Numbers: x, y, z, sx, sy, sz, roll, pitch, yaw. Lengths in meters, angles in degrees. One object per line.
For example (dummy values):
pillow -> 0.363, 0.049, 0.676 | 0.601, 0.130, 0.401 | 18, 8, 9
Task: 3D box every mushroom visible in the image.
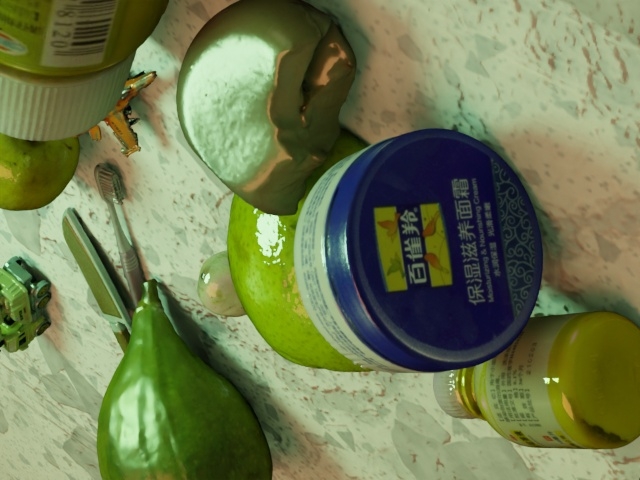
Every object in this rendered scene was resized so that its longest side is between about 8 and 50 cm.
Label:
mushroom -> -0.101, 0.048, 1.555 | 0.083, 0.067, 0.084 | 2, 125, 3

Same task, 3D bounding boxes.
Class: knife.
knife -> -0.281, 0.096, 1.857 | 0.061, 0.027, 0.343 | 11, 132, 49

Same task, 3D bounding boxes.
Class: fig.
fig -> -0.181, 0.232, 1.784 | 0.233, 0.233, 0.314 | 134, 135, -59

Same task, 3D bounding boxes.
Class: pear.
pear -> -0.005, 0.001, 1.338 | 0.288, 0.139, 0.239 | 12, 125, 43
pear -> -0.365, -0.107, 1.613 | 0.149, 0.149, 0.162 | 53, 152, -11

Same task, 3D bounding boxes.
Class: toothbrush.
toothbrush -> -0.241, 0.039, 1.747 | 0.029, 0.024, 0.354 | 27, 143, 32

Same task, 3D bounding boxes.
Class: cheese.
cheese -> -0.049, -0.135, 1.220 | 0.175, 0.091, 0.202 | 51, 132, 19

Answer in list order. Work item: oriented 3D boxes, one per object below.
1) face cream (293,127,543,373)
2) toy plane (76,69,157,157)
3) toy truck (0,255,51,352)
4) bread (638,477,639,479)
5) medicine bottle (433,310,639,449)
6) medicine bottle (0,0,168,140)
face cream -> 0.081, 0.013, 1.160 | 0.206, 0.206, 0.111 | 53, 149, -12
toy plane -> -0.222, -0.161, 1.474 | 0.188, 0.062, 0.135 | -23, 109, 42
toy truck -> -0.465, 0.104, 2.013 | 0.077, 0.100, 0.169 | 39, 148, 14
bread -> 0.351, 0.263, 1.258 | 0.130, 0.071, 0.139 | -2, 127, 54
medicine bottle -> 0.195, 0.131, 1.243 | 0.212, 0.122, 0.122 | -11, 117, 55
medicine bottle -> -0.237, -0.264, 1.206 | 0.224, 0.224, 0.384 | 42, 149, 7
